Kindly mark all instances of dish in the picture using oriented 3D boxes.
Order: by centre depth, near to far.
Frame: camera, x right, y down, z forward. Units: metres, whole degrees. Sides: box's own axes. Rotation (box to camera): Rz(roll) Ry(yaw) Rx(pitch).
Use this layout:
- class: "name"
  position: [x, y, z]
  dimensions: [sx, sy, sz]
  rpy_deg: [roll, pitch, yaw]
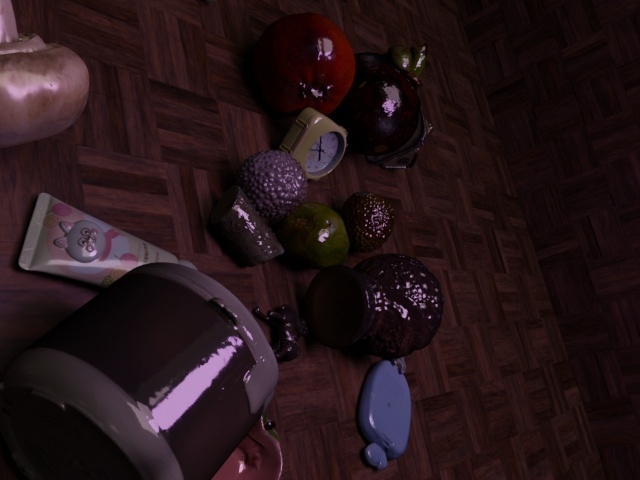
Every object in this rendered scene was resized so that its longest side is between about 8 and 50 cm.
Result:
- class: "dish"
  position: [-0.172, 0.381, 1.169]
  dimensions: [0.213, 0.091, 0.213]
  rpy_deg: [27, 52, -41]

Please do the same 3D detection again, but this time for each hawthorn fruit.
- class: "hawthorn fruit"
  position: [-0.053, -0.474, 1.694]
  dimensions: [0.265, 0.265, 0.307]
  rpy_deg: [24, 33, -46]

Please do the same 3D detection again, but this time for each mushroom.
- class: "mushroom"
  position: [-0.485, -0.266, 0.972]
  dimensions: [0.260, 0.254, 0.234]
  rpy_deg: [-123, -147, -59]

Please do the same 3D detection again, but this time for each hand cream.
- class: "hand cream"
  position: [-0.360, 0.034, 1.129]
  dimensions: [0.306, 0.093, 0.147]
  rpy_deg: [25, 52, -33]

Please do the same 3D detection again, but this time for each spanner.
- class: "spanner"
  position: [0.221, 0.242, 1.822]
  dimensions: [0.071, 0.018, 0.301]
  rpy_deg: [44, 34, -32]

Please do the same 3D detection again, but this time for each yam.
- class: "yam"
  position: [-0.162, -0.020, 1.406]
  dimensions: [0.183, 0.107, 0.107]
  rpy_deg: [53, 36, -21]

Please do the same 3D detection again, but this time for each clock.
- class: "clock"
  position: [-0.003, -0.241, 1.708]
  dimensions: [0.069, 0.170, 0.232]
  rpy_deg: [40, 13, 33]

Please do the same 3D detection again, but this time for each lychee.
- class: "lychee"
  position: [-0.118, -0.133, 1.479]
  dimensions: [0.165, 0.165, 0.197]
  rpy_deg: [18, 23, -49]
- class: "lychee"
  position: [0.128, -0.046, 1.775]
  dimensions: [0.171, 0.171, 0.171]
  rpy_deg: [31, 48, -42]

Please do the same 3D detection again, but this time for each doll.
- class: "doll"
  position: [-0.077, 0.206, 1.434]
  dimensions: [0.165, 0.057, 0.138]
  rpy_deg: [20, 53, -53]

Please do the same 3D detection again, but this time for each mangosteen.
- class: "mangosteen"
  position: [0.178, -0.411, 1.872]
  dimensions: [0.306, 0.360, 0.306]
  rpy_deg: [61, 4, -8]

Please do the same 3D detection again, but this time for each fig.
- class: "fig"
  position: [0.003, -0.010, 1.561]
  dimensions: [0.234, 0.167, 0.167]
  rpy_deg: [2, 70, -46]

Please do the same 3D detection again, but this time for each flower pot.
- class: "flower pot"
  position: [0.119, 0.159, 1.551]
  dimensions: [0.267, 0.267, 0.266]
  rpy_deg: [4, 68, -48]

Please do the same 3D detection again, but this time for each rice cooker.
- class: "rice cooker"
  position: [-0.253, 0.218, 0.949]
  dimensions: [0.335, 0.335, 0.325]
  rpy_deg: [58, 39, -13]

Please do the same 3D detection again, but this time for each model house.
- class: "model house"
  position: [0.297, -0.331, 2.123]
  dimensions: [0.279, 0.219, 0.204]
  rpy_deg: [19, 57, -53]

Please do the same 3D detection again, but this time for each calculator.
- class: "calculator"
  position: [0.167, 0.441, 1.640]
  dimensions: [0.188, 0.042, 0.302]
  rpy_deg: [50, 34, -25]

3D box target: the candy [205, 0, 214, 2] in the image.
- class: "candy"
  position: [-0.276, -0.678, 1.684]
  dimensions: [0.061, 0.061, 0.202]
  rpy_deg: [47, 31, -27]
